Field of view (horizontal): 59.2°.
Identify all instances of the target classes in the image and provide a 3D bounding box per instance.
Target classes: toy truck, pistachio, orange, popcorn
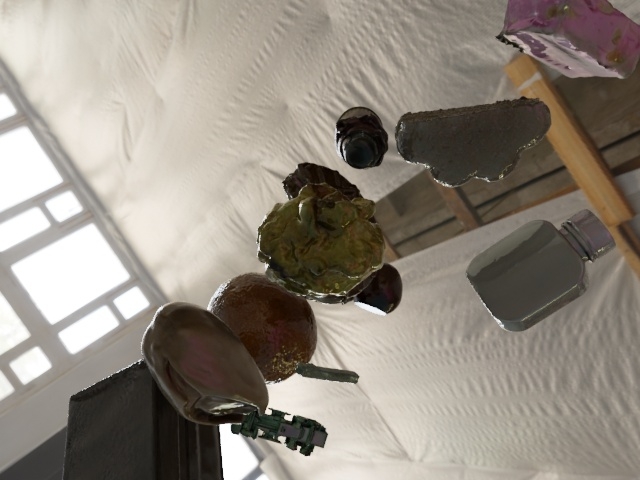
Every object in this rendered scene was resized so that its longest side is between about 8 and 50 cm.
[{"bbox_3d":[-0.076,0.330,1.019,0.175,0.067,0.081,19,-6,-11],"label":"toy truck"},{"bbox_3d":[-0.171,0.191,0.852,0.138,0.153,0.237,-23,-68,27],"label":"pistachio"},{"bbox_3d":[-0.183,0.257,1.705,0.357,0.322,0.322,44,-28,46],"label":"orange"},{"bbox_3d":[0.000,0.000,1.208,0.287,0.215,0.251,13,-90,22],"label":"popcorn"}]

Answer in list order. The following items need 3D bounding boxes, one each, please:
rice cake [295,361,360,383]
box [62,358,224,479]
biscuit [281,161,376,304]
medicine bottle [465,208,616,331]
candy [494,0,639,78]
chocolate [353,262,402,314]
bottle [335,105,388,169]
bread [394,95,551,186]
[{"bbox_3d":[0.012,0.202,0.858,0.121,0.021,0.022,19,0,-40],"label":"rice cake"},{"bbox_3d":[-0.360,0.453,1.150,0.204,0.251,0.345,47,20,-44],"label":"box"},{"bbox_3d":[0.039,-0.012,1.445,0.115,0.268,0.366,-27,-117,47],"label":"biscuit"},{"bbox_3d":[0.300,0.035,0.768,0.069,0.183,0.119,41,17,-46],"label":"medicine bottle"},{"bbox_3d":[0.495,-0.408,1.112,0.155,0.265,0.115,26,-79,58],"label":"candy"},{"bbox_3d":[0.189,0.152,1.836,0.177,0.177,0.176,35,-35,29],"label":"chocolate"},{"bbox_3d":[0.103,-0.269,1.479,0.156,0.271,0.143,31,-67,-11],"label":"bottle"},{"bbox_3d":[0.341,-0.219,1.273,0.338,0.102,0.183,-6,-62,6],"label":"bread"}]
